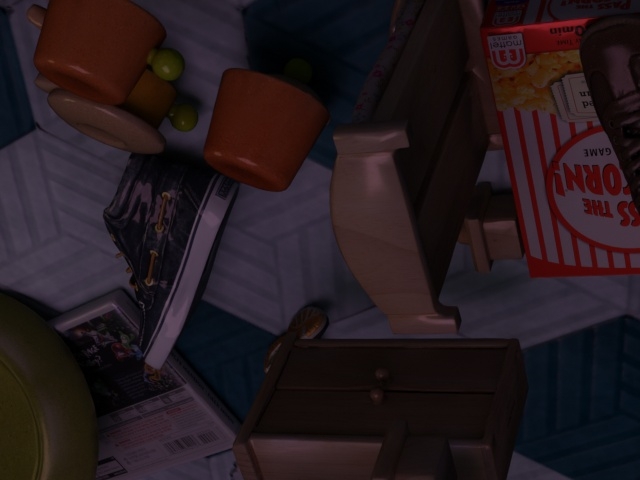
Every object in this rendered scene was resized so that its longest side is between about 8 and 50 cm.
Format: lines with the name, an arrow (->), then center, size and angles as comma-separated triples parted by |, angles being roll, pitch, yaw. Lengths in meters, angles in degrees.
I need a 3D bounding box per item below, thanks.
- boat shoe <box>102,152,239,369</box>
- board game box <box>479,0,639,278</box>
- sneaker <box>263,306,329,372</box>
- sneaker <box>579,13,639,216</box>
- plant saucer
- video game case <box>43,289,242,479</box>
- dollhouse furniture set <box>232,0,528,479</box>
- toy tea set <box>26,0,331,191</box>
boat shoe -> -0.125, 0.012, 0.986 | 0.083, 0.065, 0.183 | 24, 124, 1
board game box -> 0.191, -0.066, 0.825 | 0.147, 0.045, 0.193 | -3, 126, 21
sneaker -> -0.011, 0.081, 1.024 | 0.037, 0.032, 0.083 | 24, 137, -19
sneaker -> 0.207, -0.043, 0.759 | 0.066, 0.071, 0.188 | -21, 119, 31
plant saucer -> -0.298, 0.159, 1.102 | 0.241, 0.037, 0.241 | 4, 101, 21
video game case -> -0.186, 0.135, 1.129 | 0.190, 0.022, 0.173 | -23, 118, 33
dollhouse furniture set -> 0.000, 0.000, 0.773 | 0.174, 0.303, 0.355 | -3, 126, 22
toy tea set -> -0.144, -0.148, 0.834 | 0.336, 0.124, 0.200 | 27, 168, -27
